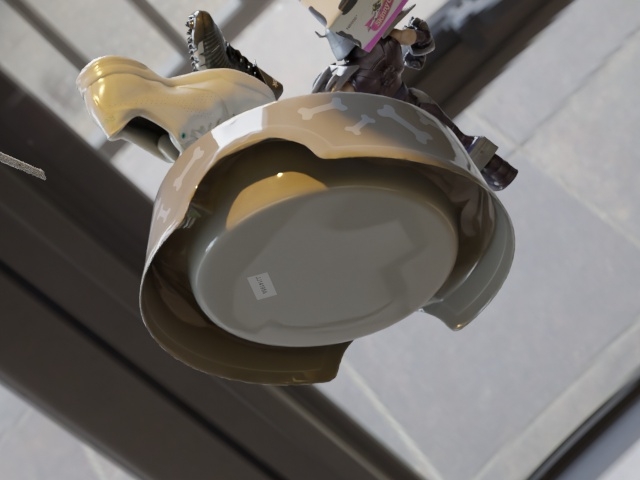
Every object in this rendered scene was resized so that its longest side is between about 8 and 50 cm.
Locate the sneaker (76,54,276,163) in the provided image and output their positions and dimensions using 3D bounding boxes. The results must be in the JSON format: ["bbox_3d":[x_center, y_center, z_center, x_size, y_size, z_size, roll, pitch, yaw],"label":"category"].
[{"bbox_3d":[-0.126,-0.110,1.396,0.080,0.212,0.094,-50,51,39],"label":"sneaker"}]

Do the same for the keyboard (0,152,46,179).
[{"bbox_3d":[-0.507,-0.140,2.123,0.072,0.256,0.014,21,87,43],"label":"keyboard"}]

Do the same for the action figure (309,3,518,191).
[{"bbox_3d":[0.085,-0.138,1.613,0.185,0.285,0.099,-45,25,-8],"label":"action figure"}]

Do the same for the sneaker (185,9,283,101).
[{"bbox_3d":[-0.105,-0.207,1.925,0.106,0.234,0.078,-16,39,0],"label":"sneaker"}]

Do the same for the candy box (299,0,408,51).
[{"bbox_3d":[0.014,-0.314,1.440,0.159,0.071,0.233,-51,51,15],"label":"candy box"}]

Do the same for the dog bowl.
[{"bbox_3d":[0.000,0.000,1.385,0.348,0.349,0.102,-29,49,21],"label":"dog bowl"}]
